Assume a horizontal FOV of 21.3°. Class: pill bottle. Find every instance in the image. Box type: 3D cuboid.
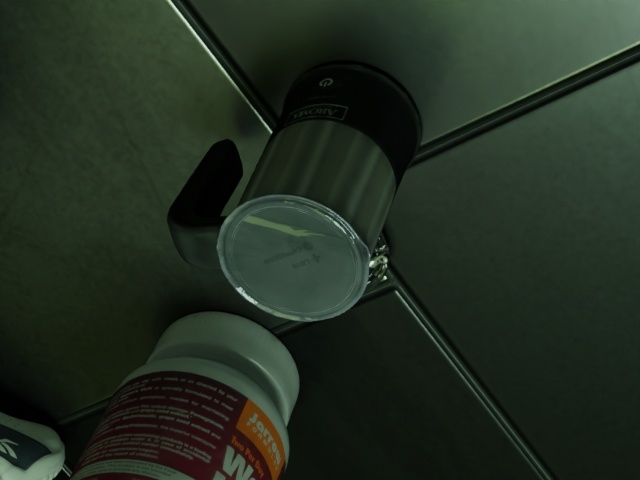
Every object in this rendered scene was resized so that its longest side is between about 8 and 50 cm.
[{"bbox_3d":[-0.089,0.149,1.050,0.121,0.221,0.121,9,128,12],"label":"pill bottle"}]

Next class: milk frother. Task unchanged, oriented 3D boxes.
[{"bbox_3d":[0.000,0.000,0.963,0.129,0.135,0.143,-20,118,31],"label":"milk frother"}]

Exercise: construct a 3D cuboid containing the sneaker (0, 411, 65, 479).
[{"bbox_3d":[-0.270,0.084,1.145,0.235,0.094,0.153,12,96,-24],"label":"sneaker"}]
